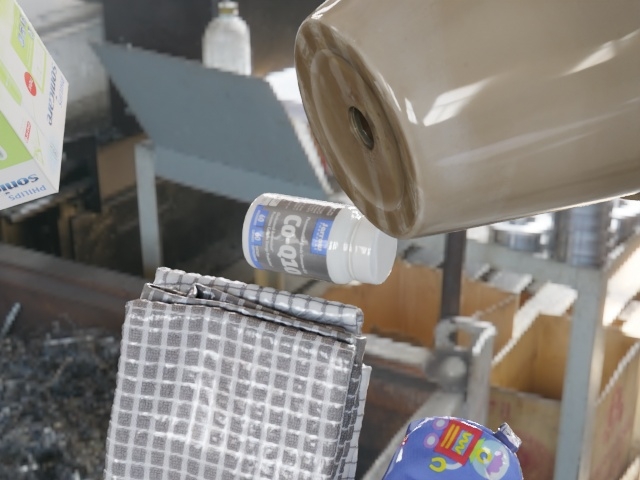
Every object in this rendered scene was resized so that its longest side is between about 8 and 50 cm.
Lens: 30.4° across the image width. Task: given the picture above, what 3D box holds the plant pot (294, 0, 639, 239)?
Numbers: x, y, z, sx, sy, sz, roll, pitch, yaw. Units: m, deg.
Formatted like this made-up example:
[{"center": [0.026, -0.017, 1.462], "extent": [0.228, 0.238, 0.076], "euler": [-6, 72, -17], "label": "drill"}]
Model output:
[{"center": [0.144, -0.141, 0.952], "extent": [0.280, 0.323, 0.323], "euler": [-27, 33, -16], "label": "plant pot"}]

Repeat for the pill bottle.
[{"center": [0.000, 0.000, 1.147], "extent": [0.137, 0.078, 0.078], "euler": [9, 27, 26], "label": "pill bottle"}]

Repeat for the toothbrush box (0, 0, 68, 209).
[{"center": [-0.405, -0.199, 1.329], "extent": [0.122, 0.283, 0.206], "euler": [-16, 45, 9], "label": "toothbrush box"}]

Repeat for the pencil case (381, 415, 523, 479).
[{"center": [0.084, 0.301, 1.058], "extent": [0.133, 0.119, 0.306], "euler": [27, 57, 9], "label": "pencil case"}]

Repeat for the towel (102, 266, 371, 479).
[{"center": [-0.084, 0.184, 1.127], "extent": [0.235, 0.283, 0.121], "euler": [12, 15, 16], "label": "towel"}]
